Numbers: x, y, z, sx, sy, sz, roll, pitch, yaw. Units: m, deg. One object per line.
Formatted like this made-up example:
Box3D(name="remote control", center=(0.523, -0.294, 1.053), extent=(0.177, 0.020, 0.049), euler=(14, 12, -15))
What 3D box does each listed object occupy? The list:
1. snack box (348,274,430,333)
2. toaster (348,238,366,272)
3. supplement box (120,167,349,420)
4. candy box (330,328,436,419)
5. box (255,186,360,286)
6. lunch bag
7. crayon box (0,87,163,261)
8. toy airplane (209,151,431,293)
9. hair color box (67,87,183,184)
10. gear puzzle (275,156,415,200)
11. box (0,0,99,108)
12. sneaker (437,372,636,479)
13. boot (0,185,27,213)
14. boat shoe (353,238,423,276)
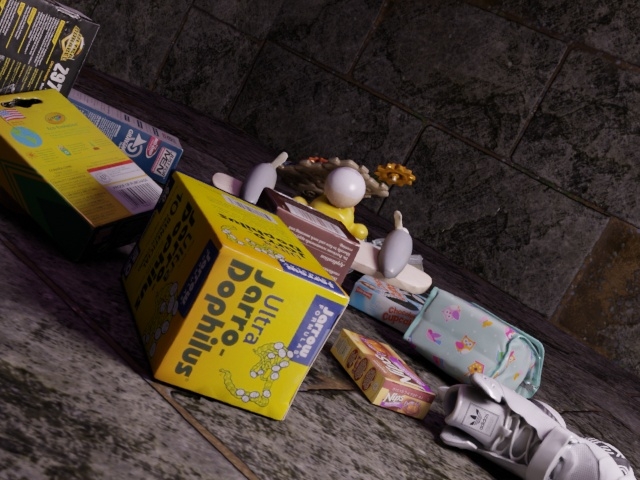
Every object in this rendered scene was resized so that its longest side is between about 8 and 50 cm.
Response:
Box3D(name="snack box", center=(0.177, 0.145, 2.125), extent=(0.187, 0.060, 0.322), euler=(27, 9, 7))
Box3D(name="toaster", center=(0.000, 0.000, 2.157), extent=(0.227, 0.129, 0.146), euler=(23, -7, 1))
Box3D(name="supplement box", center=(-0.138, 0.062, 1.255), extent=(0.195, 0.194, 0.356), euler=(24, 10, -26))
Box3D(name="candy box", center=(0.103, 0.225, 1.508), extent=(0.109, 0.053, 0.187), euler=(23, 9, -28))
Box3D(name="box", center=(-0.061, 0.041, 1.570), extent=(0.168, 0.203, 0.167), euler=(25, 9, -18))
Box3D(name="lunch bag", center=(0.333, 0.228, 1.847), extent=(0.223, 0.160, 0.262), euler=(31, -2, 36))
Box3D(name="crayon box", center=(-0.415, -0.117, 1.451), extent=(0.318, 0.081, 0.202), euler=(43, 30, 15))
Box3D(name="toy airplane", center=(0.002, -0.026, 1.845), extent=(0.386, 0.272, 0.384), euler=(15, 18, -40))
Box3D(name="hair color box", center=(-0.528, -0.271, 2.226), extent=(0.347, 0.105, 0.174), euler=(24, 10, -19))
Box3D(name="gear puzzle", center=(0.055, -0.148, 1.941), extent=(0.339, 0.044, 0.175), euler=(-1, -26, 39))
Box3D(name="box", center=(-0.555, -0.276, 1.506), extent=(0.079, 0.322, 0.257), euler=(33, 11, 34))
Box3D(name="sneaker", center=(0.311, 0.319, 1.361), extent=(0.210, 0.137, 0.366), euler=(25, 5, -16))
Box3D(name="boot", center=(-0.483, -0.067, 1.471), extent=(0.118, 0.042, 0.087), euler=(26, 3, -19))
Box3D(name="boat shoe", center=(0.177, 0.050, 2.391), extent=(0.118, 0.103, 0.320), euler=(-6, -19, 40))
